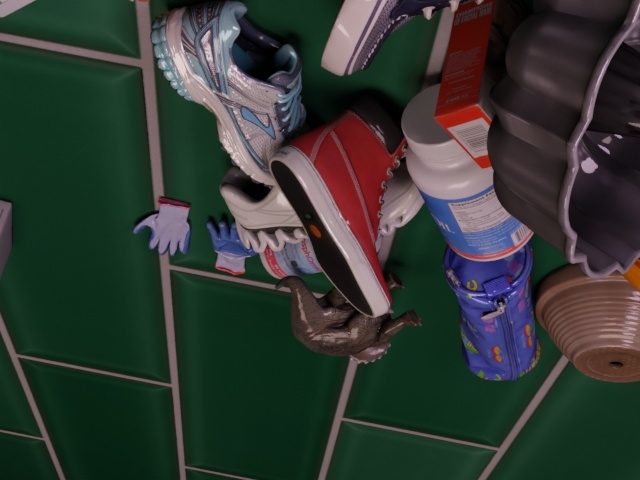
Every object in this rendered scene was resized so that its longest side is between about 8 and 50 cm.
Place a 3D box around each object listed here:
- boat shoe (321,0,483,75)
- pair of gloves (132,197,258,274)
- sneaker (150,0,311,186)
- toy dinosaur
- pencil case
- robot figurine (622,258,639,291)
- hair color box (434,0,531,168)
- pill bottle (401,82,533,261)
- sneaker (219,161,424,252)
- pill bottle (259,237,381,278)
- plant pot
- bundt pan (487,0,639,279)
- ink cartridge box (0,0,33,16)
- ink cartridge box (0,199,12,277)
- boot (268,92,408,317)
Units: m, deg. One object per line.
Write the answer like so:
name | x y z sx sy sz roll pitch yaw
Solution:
boat shoe | 0.119 -0.246 0.979 0.158 0.127 0.340 24 147 -6
pair of gloves | -0.182 -0.003 1.588 0.198 0.023 0.159 14 149 -6
sneaker | -0.065 -0.161 1.208 0.122 0.110 0.283 -14 141 30
toy dinosaur | 0.037 0.120 1.530 0.160 0.121 0.313 -44 154 27
pencil case | 0.247 0.095 1.503 0.119 0.133 0.306 -12 146 6
robot figurine | 0.341 -0.034 1.182 0.085 0.291 0.211 -36 147 -9
hair color box | 0.170 -0.168 1.056 0.053 0.167 0.093 -13 141 38
pill bottle | 0.172 -0.081 1.243 0.124 0.124 0.221 -4 145 25
sneaker | 0.000 -0.060 1.364 0.292 0.110 0.118 -9 133 27
pill bottle | 0.000 0.000 1.468 0.160 0.087 0.087 -12 142 33
plant pot | 0.424 0.131 1.524 0.237 0.110 0.237 9 150 5
bundt pan | 0.268 -0.138 0.968 0.124 0.331 0.331 31 163 35
ink cartridge box | -0.316 -0.329 1.066 0.224 0.056 0.181 -13 142 37
ink cartridge box | -0.586 -0.017 1.637 0.203 0.086 0.148 15 149 -7
boot | 0.065 -0.043 1.265 0.088 0.176 0.244 14 135 56
